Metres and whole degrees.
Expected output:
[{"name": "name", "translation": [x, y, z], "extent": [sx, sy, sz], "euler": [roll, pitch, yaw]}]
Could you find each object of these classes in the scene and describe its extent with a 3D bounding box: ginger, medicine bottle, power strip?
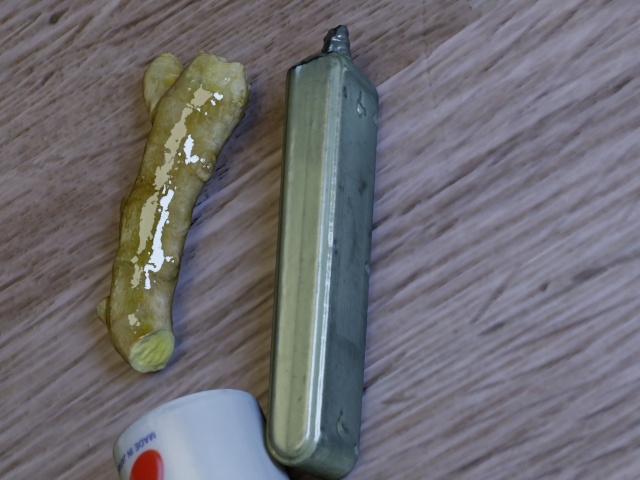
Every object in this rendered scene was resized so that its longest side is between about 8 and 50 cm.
[{"name": "ginger", "translation": [-0.136, -0.030, 1.456], "extent": [0.118, 0.065, 0.299], "euler": [-1, 71, 41]}, {"name": "medicine bottle", "translation": [-0.051, 0.291, 1.267], "extent": [0.130, 0.130, 0.341], "euler": [-31, 62, 15]}, {"name": "power strip", "translation": [0.000, 0.000, 1.361], "extent": [0.066, 0.092, 0.388], "euler": [-3, 71, 24]}]
